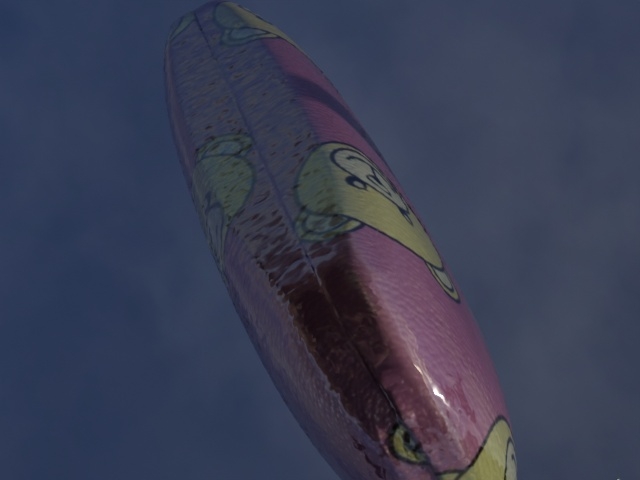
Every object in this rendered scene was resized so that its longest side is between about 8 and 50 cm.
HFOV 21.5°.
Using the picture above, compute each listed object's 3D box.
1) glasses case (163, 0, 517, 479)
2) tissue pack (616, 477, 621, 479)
[{"bbox_3d":[0.000,0.000,0.653,0.076,0.123,0.316,-31,-149,2],"label":"glasses case"},{"bbox_3d":[0.252,0.197,0.597,0.344,0.125,0.242,-3,-144,28],"label":"tissue pack"}]
